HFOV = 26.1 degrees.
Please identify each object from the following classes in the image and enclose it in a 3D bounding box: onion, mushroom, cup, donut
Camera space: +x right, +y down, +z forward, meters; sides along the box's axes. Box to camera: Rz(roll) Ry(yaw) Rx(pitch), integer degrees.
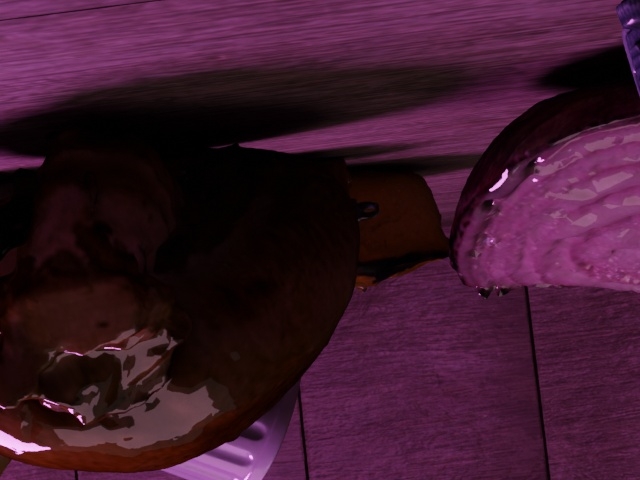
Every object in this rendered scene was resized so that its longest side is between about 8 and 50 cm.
[{"bbox_3d":[0.203,-0.052,0.782,0.250,0.111,0.247,4,155,1],"label":"onion"},{"bbox_3d":[-0.112,0.034,0.794,0.263,0.195,0.283,-1,179,13],"label":"mushroom"},{"bbox_3d":[-0.127,0.102,1.233,0.202,0.221,0.167,20,-162,-17],"label":"cup"},{"bbox_3d":[-0.003,0.000,1.282,0.253,0.118,0.253,-5,176,0],"label":"donut"}]

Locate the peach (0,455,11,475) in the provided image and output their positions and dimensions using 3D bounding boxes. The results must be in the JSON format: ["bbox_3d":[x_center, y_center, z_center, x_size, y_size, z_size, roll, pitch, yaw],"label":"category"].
[{"bbox_3d":[-0.403,0.123,1.192,0.315,0.282,0.314,6,-176,-5],"label":"peach"}]

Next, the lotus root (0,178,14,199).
[{"bbox_3d":[-0.203,-0.002,0.968,0.165,0.088,0.088,-7,178,6],"label":"lotus root"}]

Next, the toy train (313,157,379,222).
[{"bbox_3d":[-0.067,-0.014,1.072,0.227,0.091,0.136,-6,168,3],"label":"toy train"}]

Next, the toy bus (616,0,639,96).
[{"bbox_3d":[0.156,-0.074,0.480,0.075,0.064,0.190,-19,178,2],"label":"toy bus"}]
